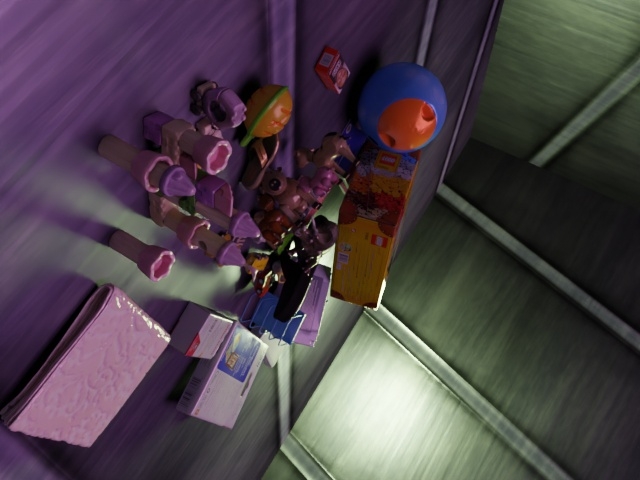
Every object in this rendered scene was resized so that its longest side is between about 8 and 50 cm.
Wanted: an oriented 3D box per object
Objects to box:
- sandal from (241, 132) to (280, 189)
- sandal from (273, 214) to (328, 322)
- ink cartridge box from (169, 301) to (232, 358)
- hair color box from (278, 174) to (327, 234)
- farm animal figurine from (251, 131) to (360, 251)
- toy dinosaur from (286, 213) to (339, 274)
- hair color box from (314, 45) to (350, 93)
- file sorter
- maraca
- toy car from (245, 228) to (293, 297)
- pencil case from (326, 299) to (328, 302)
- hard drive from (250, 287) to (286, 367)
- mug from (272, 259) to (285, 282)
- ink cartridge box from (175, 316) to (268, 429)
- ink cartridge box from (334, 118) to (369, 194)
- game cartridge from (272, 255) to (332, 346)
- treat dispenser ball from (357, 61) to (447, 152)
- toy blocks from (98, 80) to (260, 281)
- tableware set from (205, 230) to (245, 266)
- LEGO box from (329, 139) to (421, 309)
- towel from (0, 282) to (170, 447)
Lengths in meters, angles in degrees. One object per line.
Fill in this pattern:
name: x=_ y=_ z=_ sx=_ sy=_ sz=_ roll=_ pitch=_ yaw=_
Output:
sandal: x=-0.153 y=-0.208 z=1.431 sx=0.049 sy=0.072 sz=0.180 roll=11 pitch=112 yaw=-50
sandal: x=-0.073 y=0.056 z=1.869 sx=0.167 sy=0.107 sz=0.446 roll=-46 pitch=-162 yaw=42
ink cartridge box: x=-0.327 y=0.249 z=1.595 sx=0.127 sy=0.072 sz=0.175 roll=-60 pitch=163 yaw=-7
hair color box: x=-0.062 y=-0.105 z=1.785 sx=0.167 sy=0.093 sz=0.053 roll=-58 pitch=163 yaw=-15
farm animal figurine: x=-0.072 y=-0.146 z=1.572 sx=0.330 sy=0.172 sz=0.327 roll=-44 pitch=178 yaw=-13
toy dinosaur: x=0.000 y=0.000 z=1.724 sx=0.160 sy=0.121 sz=0.313 roll=-39 pitch=176 yaw=22
hair color box: x=0.034 y=-0.464 z=1.598 sx=0.072 sy=0.043 sz=0.141 roll=-63 pitch=164 yaw=0
file sorter: x=-0.161 y=0.257 z=1.928 sx=0.118 sy=0.170 sz=0.104 roll=-64 pitch=159 yaw=7
maraca: x=-0.128 y=-0.281 z=1.329 sx=0.186 sy=0.099 sz=0.127 roll=-44 pitch=-175 yaw=47
toy car: x=-0.157 y=0.042 z=1.806 sx=0.225 sy=0.053 sz=0.239 roll=-56 pitch=163 yaw=-20
pencil case: x=-0.049 y=0.202 z=2.190 sx=0.064 sy=0.152 sz=0.070 roll=-38 pitch=163 yaw=-47
hard drive: x=-0.165 y=0.324 z=2.199 sx=0.233 sy=0.047 sz=0.353 roll=-60 pitch=163 yaw=-23
mug: x=-0.126 y=0.096 z=1.950 sx=0.062 sy=0.078 sz=0.064 roll=-33 pitch=165 yaw=24
ink cartridge box: x=-0.298 y=0.425 z=1.849 sx=0.303 sy=0.072 sz=0.307 roll=-66 pitch=159 yaw=-18
ink cartridge box: x=0.119 y=-0.280 z=2.102 sx=0.176 sy=0.069 sz=0.371 roll=-61 pitch=161 yaw=-5
game cartridge: x=-0.072 y=0.214 z=2.069 sx=0.198 sy=0.062 sz=0.297 roll=20 pitch=79 yaw=-32
treat dispenser ball: x=0.263 y=-0.429 z=1.894 sx=0.288 sy=0.288 sz=0.288 roll=-53 pitch=161 yaw=-28
toy blocks: x=-0.207 y=-0.090 z=1.104 sx=0.309 sy=0.260 sz=0.288 roll=-45 pitch=156 yaw=-43
tableware set: x=-0.255 y=0.024 z=1.549 sx=0.104 sy=0.024 sz=0.154 roll=-62 pitch=164 yaw=9
LEGO box: x=0.190 y=-0.049 z=2.093 sx=0.500 sy=0.193 sz=0.372 roll=94 pitch=15 yaw=-52
towel: x=-0.477 y=0.276 z=1.240 sx=0.317 sy=0.053 sz=0.332 roll=-55 pitch=161 yaw=-19
